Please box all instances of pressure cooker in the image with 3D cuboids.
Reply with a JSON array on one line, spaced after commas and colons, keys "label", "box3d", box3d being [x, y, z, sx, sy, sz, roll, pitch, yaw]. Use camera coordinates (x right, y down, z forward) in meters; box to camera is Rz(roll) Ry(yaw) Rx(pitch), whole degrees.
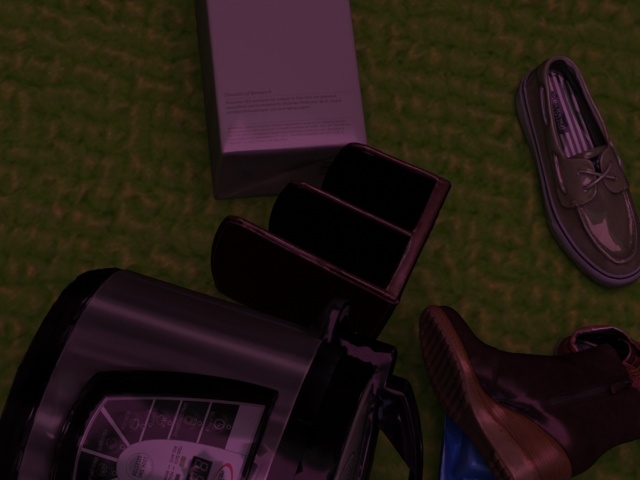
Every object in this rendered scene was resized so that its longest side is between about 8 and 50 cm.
[{"label": "pressure cooker", "box3d": [-0.104, 0.243, 1.696, 0.420, 0.370, 0.375, 18, 44, 6]}]

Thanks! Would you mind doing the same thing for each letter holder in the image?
[{"label": "letter holder", "box3d": [0.000, 0.000, 1.830, 0.214, 0.302, 0.152, 25, 72, 2]}]

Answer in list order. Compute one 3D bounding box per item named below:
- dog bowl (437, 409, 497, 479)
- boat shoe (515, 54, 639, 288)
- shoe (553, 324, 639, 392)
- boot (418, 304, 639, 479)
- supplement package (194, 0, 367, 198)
[{"label": "dog bowl", "box3d": [0.209, 0.294, 1.862, 0.166, 0.074, 0.297, 11, 63, -6]}, {"label": "boat shoe", "box3d": [0.323, -0.087, 1.999, 0.109, 0.094, 0.302, -20, 77, -12]}, {"label": "shoe", "box3d": [0.375, 0.150, 1.941, 0.178, 0.081, 0.063, 15, 73, -2]}, {"label": "boot", "box3d": [0.245, 0.158, 1.856, 0.207, 0.090, 0.248, -21, 73, -26]}, {"label": "supplement package", "box3d": [-0.054, -0.219, 1.954, 0.175, 0.177, 0.293, -5, 75, -8]}]
